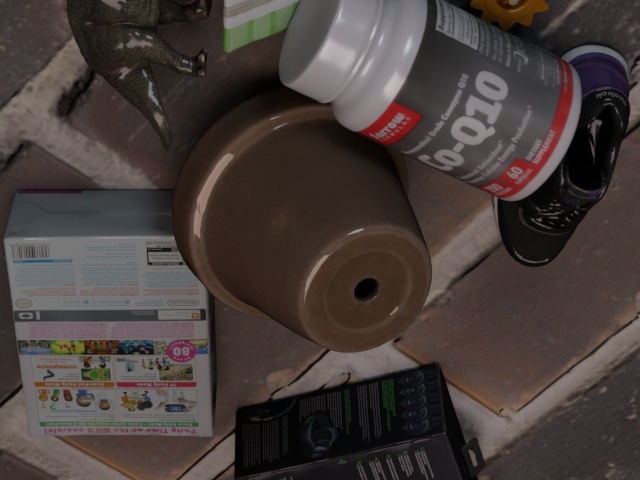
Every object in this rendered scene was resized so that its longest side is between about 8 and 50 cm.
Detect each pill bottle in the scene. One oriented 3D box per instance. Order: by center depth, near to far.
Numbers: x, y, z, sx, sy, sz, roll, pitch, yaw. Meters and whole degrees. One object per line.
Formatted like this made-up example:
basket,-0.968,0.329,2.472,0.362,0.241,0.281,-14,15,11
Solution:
pill bottle,0.111,-0.164,1.850,0.283,0.161,0.161,23,124,-20

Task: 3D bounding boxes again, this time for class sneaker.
sneaker,0.259,-0.066,1.958,0.107,0.124,0.283,9,128,-8

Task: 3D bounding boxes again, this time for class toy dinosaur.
toy dinosaur,-0.198,-0.239,1.838,0.160,0.121,0.313,2,134,12

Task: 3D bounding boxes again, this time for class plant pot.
plant pot,0.000,0.000,1.887,0.263,0.229,0.263,-11,122,-19

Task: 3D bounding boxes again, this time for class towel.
towel,-0.055,-0.272,1.821,0.113,0.023,0.152,-24,138,-31

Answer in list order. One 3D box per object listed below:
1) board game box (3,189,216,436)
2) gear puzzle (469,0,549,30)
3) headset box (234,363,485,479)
board game box,-0.235,0.089,2.086,0.224,0.097,0.303,1,127,-1
gear puzzle,0.157,-0.349,1.791,0.175,0.044,0.339,-21,129,12
headset box,0.064,0.304,2.239,0.283,0.131,0.246,-14,127,10
